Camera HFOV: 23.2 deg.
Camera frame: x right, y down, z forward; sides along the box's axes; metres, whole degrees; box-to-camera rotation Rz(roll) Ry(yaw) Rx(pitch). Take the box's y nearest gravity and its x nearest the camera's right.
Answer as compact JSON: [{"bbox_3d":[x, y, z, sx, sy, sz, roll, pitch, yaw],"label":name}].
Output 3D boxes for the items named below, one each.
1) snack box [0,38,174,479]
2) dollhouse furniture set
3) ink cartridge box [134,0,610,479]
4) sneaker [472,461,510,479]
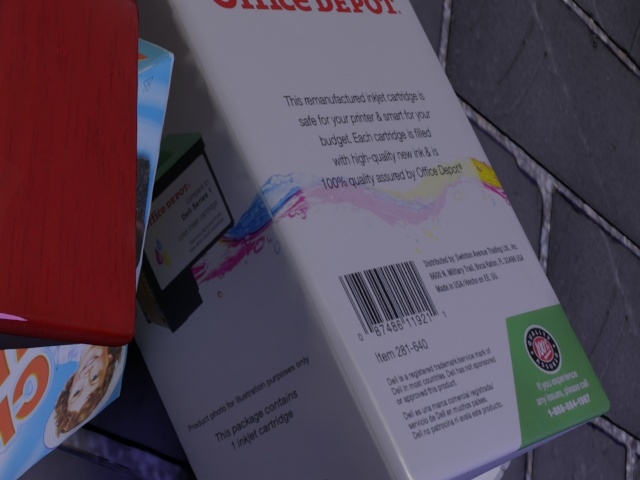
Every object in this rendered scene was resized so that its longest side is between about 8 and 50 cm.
[{"bbox_3d":[-0.176,0.051,0.570,0.322,0.060,0.187,-40,150,-51],"label":"snack box"},{"bbox_3d":[-0.103,-0.168,0.380,0.201,0.152,0.374,13,72,-53],"label":"dollhouse furniture set"},{"bbox_3d":[0.000,0.000,0.787,0.201,0.117,0.278,-10,71,-54],"label":"ink cartridge box"},{"bbox_3d":[-0.002,0.150,0.858,0.129,0.111,0.297,56,35,-11],"label":"sneaker"}]
